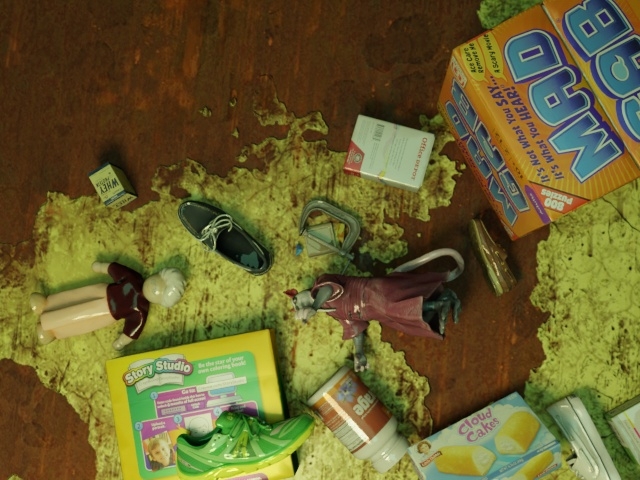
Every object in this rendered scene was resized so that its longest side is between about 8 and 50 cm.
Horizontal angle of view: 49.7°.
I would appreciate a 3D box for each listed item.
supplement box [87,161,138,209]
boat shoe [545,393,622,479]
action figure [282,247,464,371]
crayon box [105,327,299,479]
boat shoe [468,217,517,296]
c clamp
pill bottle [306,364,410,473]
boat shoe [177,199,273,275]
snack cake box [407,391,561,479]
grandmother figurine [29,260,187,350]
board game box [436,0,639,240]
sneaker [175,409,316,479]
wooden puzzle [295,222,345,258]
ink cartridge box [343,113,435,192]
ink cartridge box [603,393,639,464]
[{"bbox_3d":[-0.469,-0.123,1.568,0.056,0.083,0.083,-31,84,2],"label":"supplement box"},{"bbox_3d":[0.554,0.454,1.442,0.084,0.095,0.258,-24,73,6],"label":"boat shoe"},{"bbox_3d":[0.093,0.110,1.440,0.370,0.248,0.275,5,59,22],"label":"action figure"},{"bbox_3d":[-0.254,0.375,1.496,0.363,0.106,0.313,-11,83,3],"label":"crayon box"},{"bbox_3d":[0.373,0.031,1.504,0.060,0.064,0.177,-22,90,-3],"label":"boat shoe"},{"bbox_3d":[0.016,-0.011,1.539,0.161,0.022,0.137,33,85,9],"label":"c clamp"},{"bbox_3d":[0.084,0.380,1.462,0.121,0.121,0.216,-44,84,-1],"label":"pill bottle"},{"bbox_3d":[-0.218,-0.008,1.540,0.254,0.079,0.095,40,89,7],"label":"boat shoe"},{"bbox_3d":[0.329,0.437,1.397,0.264,0.089,0.152,-25,40,-8],"label":"snack cake box"},{"bbox_3d":[-0.459,0.141,1.538,0.343,0.104,0.207,-17,92,5],"label":"grandmother figurine"},{"bbox_3d":[0.483,-0.250,1.370,0.356,0.356,0.356,-28,83,1],"label":"board game box"},{"bbox_3d":[-0.154,0.395,1.378,0.296,0.109,0.123,-17,87,1],"label":"sneaker"},{"bbox_3d":[0.000,0.000,1.557,0.116,0.014,0.078,-6,80,4],"label":"wooden puzzle"},{"bbox_3d":[0.151,-0.190,1.532,0.175,0.072,0.127,16,86,6],"label":"ink cartridge box"},{"bbox_3d":[0.717,0.366,1.444,0.209,0.062,0.109,-29,83,1],"label":"ink cartridge box"}]
